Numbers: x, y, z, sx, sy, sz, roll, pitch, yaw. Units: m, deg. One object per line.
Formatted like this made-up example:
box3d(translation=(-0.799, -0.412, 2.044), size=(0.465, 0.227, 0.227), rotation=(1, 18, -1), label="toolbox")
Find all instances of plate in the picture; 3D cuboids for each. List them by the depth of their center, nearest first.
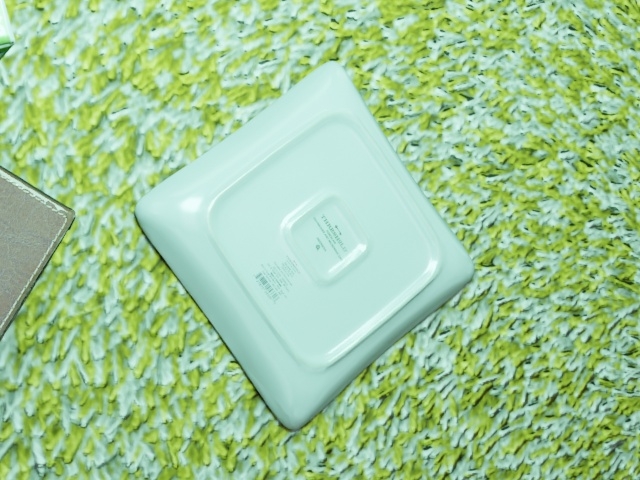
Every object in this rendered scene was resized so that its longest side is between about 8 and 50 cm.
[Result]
box3d(translation=(0.000, 0.000, 1.300), size=(0.278, 0.045, 0.277), rotation=(-39, 101, -23), label="plate")

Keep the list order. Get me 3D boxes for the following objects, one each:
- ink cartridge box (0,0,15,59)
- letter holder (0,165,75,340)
box3d(translation=(-0.314, -0.240, 1.063), size=(0.097, 0.255, 0.189), rotation=(-15, 91, -26), label="ink cartridge box")
box3d(translation=(-0.393, -0.006, 1.062), size=(0.302, 0.152, 0.214), rotation=(34, 74, -18), label="letter holder")
